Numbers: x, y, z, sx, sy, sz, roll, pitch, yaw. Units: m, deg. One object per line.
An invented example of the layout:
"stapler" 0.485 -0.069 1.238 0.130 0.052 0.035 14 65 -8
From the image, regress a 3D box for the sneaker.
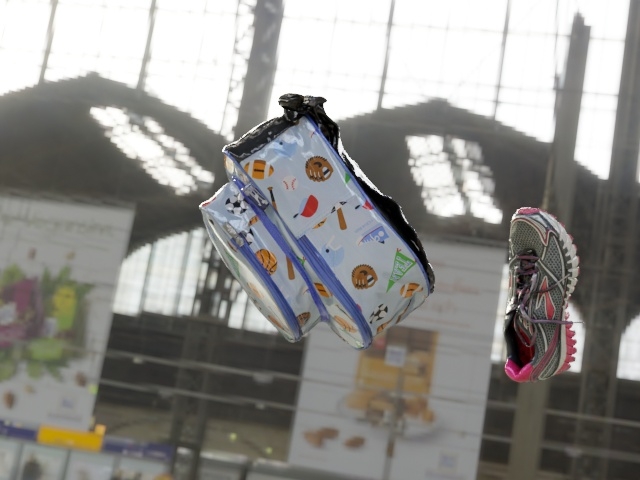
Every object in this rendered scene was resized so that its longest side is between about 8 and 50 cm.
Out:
"sneaker" 0.358 0.093 2.020 0.112 0.299 0.121 -15 13 -38

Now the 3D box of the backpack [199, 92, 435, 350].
"backpack" 0.000 0.000 1.374 0.263 0.213 0.276 45 -3 10
